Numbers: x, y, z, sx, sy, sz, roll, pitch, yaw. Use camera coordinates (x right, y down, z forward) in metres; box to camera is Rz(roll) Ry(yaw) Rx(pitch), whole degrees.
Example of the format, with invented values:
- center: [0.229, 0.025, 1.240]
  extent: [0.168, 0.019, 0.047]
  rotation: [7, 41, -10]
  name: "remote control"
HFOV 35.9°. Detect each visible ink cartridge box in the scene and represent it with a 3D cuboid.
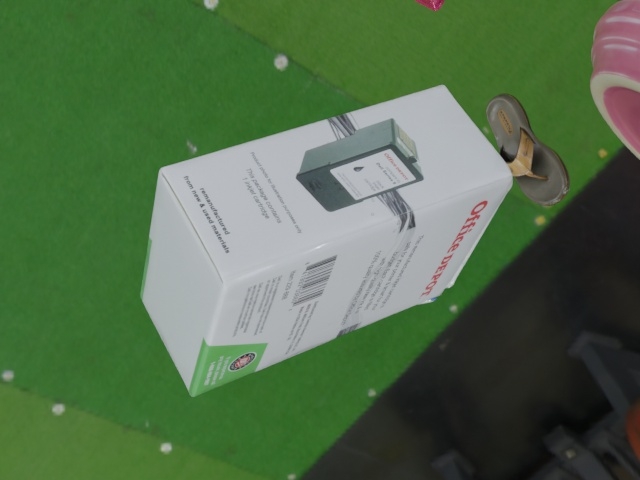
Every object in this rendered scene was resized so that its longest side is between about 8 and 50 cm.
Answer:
- center: [0.000, 0.000, 0.890]
  extent: [0.289, 0.122, 0.211]
  rotation: [-20, 154, -27]
  name: "ink cartridge box"

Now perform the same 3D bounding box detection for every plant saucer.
- center: [0.436, -0.135, 1.153]
  extent: [0.084, 0.332, 0.332]
  rotation: [-46, 125, -1]
  name: "plant saucer"

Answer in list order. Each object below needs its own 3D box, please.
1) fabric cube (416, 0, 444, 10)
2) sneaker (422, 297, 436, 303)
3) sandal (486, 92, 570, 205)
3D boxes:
- center: [0.118, -0.527, 1.359]
  extent: [0.254, 0.259, 0.258]
  rotation: [-49, 147, -7]
  name: "fabric cube"
- center: [0.105, 0.006, 1.100]
  extent: [0.059, 0.053, 0.144]
  rotation: [10, 112, 26]
  name: "sneaker"
- center: [0.328, -0.149, 1.622]
  extent: [0.060, 0.219, 0.090]
  rotation: [-6, 154, -41]
  name: "sandal"
